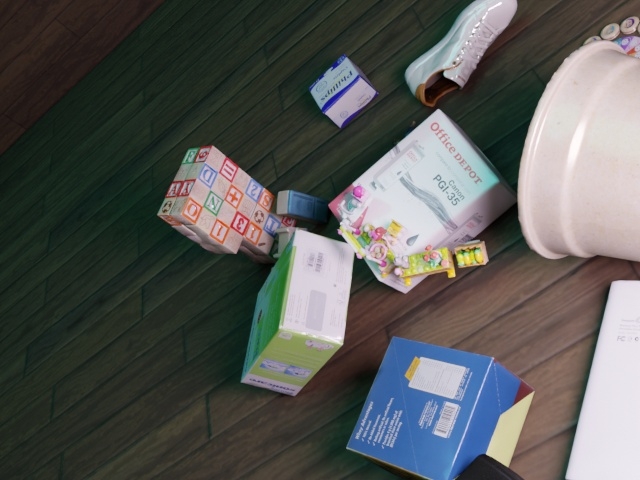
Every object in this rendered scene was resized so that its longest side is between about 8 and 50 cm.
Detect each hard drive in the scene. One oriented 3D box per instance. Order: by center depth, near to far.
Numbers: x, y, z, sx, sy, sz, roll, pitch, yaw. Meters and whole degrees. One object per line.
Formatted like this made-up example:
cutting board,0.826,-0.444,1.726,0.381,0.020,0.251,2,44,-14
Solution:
hard drive,0.468,0.200,1.109,0.203,0.040,0.307,-2,60,46

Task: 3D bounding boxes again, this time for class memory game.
memory game,0.546,-0.336,1.485,0.186,0.012,0.186,-27,43,29

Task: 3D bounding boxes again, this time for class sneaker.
sneaker,0.313,-0.393,1.712,0.290,0.106,0.123,-43,44,27

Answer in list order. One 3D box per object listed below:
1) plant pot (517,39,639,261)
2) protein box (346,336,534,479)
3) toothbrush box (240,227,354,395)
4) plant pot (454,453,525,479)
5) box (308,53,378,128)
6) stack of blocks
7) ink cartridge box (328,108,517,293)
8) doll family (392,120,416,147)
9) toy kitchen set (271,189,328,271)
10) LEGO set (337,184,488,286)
plant pot,0.496,-0.092,1.123,0.305,0.334,0.333,21,77,41
protein box,0.186,0.278,1.260,0.201,0.136,0.199,6,65,48
toothbrush box,-0.045,0.142,1.524,0.283,0.122,0.206,122,161,-57
plant pot,0.245,0.400,1.076,0.187,0.188,0.167,-49,27,5
box,0.054,-0.363,1.970,0.126,0.072,0.137,-42,39,14
stack of blocks,-0.197,-0.054,1.795,0.087,0.297,0.171,0,61,44
ink cartridge box,0.188,-0.073,1.514,0.283,0.117,0.207,-41,58,14
doll family,0.201,-0.162,1.659,0.111,0.076,0.193,-23,41,39
toy kitchen set,0.000,0.000,1.727,0.166,0.122,0.207,-4,78,44
LEGO set,0.134,0.006,1.387,0.287,0.107,0.132,27,91,33
